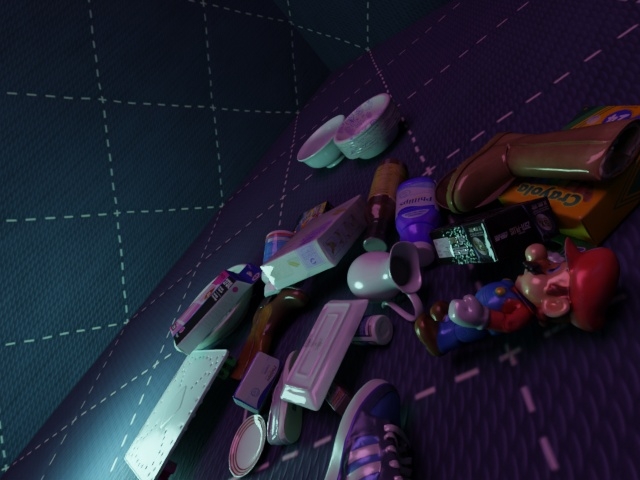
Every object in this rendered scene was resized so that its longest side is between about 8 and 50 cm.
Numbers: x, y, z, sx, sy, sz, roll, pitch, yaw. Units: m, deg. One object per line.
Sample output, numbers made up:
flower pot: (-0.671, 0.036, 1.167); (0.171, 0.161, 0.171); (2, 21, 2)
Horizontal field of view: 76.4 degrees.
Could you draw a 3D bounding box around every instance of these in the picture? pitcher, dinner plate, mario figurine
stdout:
pitcher: (0.155, 0.106, 0.956); (0.125, 0.177, 0.207); (-10, -8, -27)
dinner plate: (-0.174, 0.497, 0.988); (0.141, 0.017, 0.141); (-37, 30, 26)
mario figurine: (0.314, 0.079, 0.686); (0.320, 0.170, 0.198); (-30, 28, 34)

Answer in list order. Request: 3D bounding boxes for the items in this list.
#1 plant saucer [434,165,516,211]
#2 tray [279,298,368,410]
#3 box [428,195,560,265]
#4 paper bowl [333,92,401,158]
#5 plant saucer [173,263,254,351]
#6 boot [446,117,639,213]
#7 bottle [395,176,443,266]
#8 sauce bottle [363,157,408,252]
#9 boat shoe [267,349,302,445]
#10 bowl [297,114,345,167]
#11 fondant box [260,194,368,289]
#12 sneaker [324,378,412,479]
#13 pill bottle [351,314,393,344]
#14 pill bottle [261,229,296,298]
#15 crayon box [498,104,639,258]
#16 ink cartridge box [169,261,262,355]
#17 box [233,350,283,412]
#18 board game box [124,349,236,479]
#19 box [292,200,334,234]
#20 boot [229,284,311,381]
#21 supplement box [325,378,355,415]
plant saucer: (0.384, -0.131, 1.009); (0.199, 0.036, 0.198); (-24, 33, 17)
tray: (0.003, 0.240, 0.925); (0.145, 0.030, 0.270); (-13, 40, 51)
box: (0.325, -0.013, 0.783); (0.147, 0.077, 0.180); (-20, 0, -17)
paper bowl: (0.203, -0.446, 1.656); (0.284, 0.148, 0.284); (-36, 26, 21)
plant saucer: (-0.379, 0.269, 1.546); (0.400, 0.100, 0.400); (-33, 26, 19)
boot: (0.399, -0.134, 0.766); (0.236, 0.089, 0.269); (-50, 26, -8)
bottle: (0.253, -0.053, 1.050); (0.118, 0.092, 0.283); (-12, 38, 22)
sauce bottle: (0.192, -0.105, 1.216); (0.111, 0.111, 0.344); (-23, 35, 40)
boat shoe: (-0.086, 0.371, 0.975); (0.081, 0.079, 0.227); (-27, 34, 28)
bowl: (0.041, -0.438, 1.914); (0.298, 0.134, 0.298); (-37, 26, 22)
fondant box: (0.000, 0.000, 1.259); (0.238, 0.096, 0.330); (-26, 14, 36)
sneaker: (0.126, 0.378, 0.607); (0.236, 0.130, 0.323); (-5, 42, 42)
pill bottle: (0.102, 0.207, 0.940); (0.120, 0.067, 0.067); (-15, 39, 48)
pill bottle: (-0.136, 0.087, 1.386); (0.124, 0.124, 0.221); (-26, 49, 37)
crayon box: (0.502, -0.118, 0.782); (0.323, 0.083, 0.203); (-47, 25, 0)
ink cartridge box: (-0.366, 0.214, 1.431); (0.371, 0.069, 0.176); (-47, 25, -13)
box: (-0.157, 0.363, 1.034); (0.126, 0.072, 0.137); (-62, -6, -29)
board game box: (-0.441, 0.530, 1.274); (0.390, 0.050, 0.390); (-23, 33, 54)
box: (-0.045, -0.036, 1.554); (0.159, 0.044, 0.233); (-24, 33, 39)
boot: (-0.154, 0.277, 1.202); (0.264, 0.096, 0.280); (-20, 36, 43)
supplement box: (0.042, 0.333, 0.863); (0.043, 0.055, 0.083); (-52, 25, -8)
